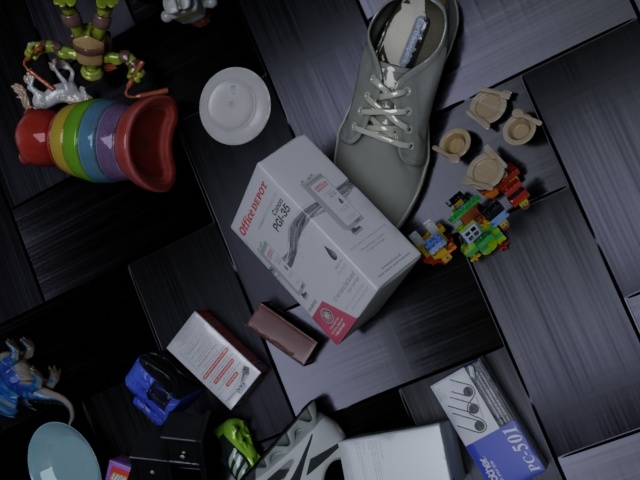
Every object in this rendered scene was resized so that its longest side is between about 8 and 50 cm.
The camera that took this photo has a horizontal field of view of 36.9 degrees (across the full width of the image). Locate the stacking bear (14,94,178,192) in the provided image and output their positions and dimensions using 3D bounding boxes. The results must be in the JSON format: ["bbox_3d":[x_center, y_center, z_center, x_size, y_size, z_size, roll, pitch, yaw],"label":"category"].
[{"bbox_3d":[-0.427,-0.183,1.752,0.289,0.164,0.175,5,96,24],"label":"stacking bear"}]

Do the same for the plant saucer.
[{"bbox_3d":[-0.477,0.435,1.826,0.195,0.037,0.195,5,100,30],"label":"plant saucer"}]

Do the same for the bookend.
[{"bbox_3d":[-0.269,0.369,1.690,0.156,0.072,0.157,5,129,6],"label":"bookend"}]

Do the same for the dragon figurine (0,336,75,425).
[{"bbox_3d":[-0.582,0.286,1.846,0.289,0.085,0.144,41,103,14],"label":"dragon figurine"}]

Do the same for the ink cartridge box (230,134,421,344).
[{"bbox_3d":[0.000,0.000,1.575,0.283,0.117,0.207,46,146,12],"label":"ink cartridge box"}]

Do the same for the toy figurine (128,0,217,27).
[{"bbox_3d":[-0.251,-0.493,1.693,0.209,0.148,0.213,29,98,10],"label":"toy figurine"}]

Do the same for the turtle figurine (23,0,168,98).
[{"bbox_3d":[-0.400,-0.355,1.715,0.269,0.217,0.087,12,53,-2],"label":"turtle figurine"}]

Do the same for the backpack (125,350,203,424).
[{"bbox_3d":[-0.296,0.267,1.742,0.120,0.098,0.101,42,107,13],"label":"backpack"}]

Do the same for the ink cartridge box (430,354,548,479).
[{"bbox_3d":[0.277,0.303,1.573,0.097,0.046,0.207,-34,81,17],"label":"ink cartridge box"}]

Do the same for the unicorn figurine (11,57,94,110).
[{"bbox_3d":[-0.497,-0.287,1.822,0.162,0.060,0.111,-20,93,18],"label":"unicorn figurine"}]

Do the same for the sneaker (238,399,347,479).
[{"bbox_3d":[-0.073,0.437,1.614,0.146,0.122,0.330,44,78,2],"label":"sneaker"}]

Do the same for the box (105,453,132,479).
[{"bbox_3d":[-0.272,0.536,1.760,0.293,0.057,0.201,15,95,18],"label":"box"}]

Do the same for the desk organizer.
[{"bbox_3d":[-0.062,0.163,1.687,0.130,0.047,0.050,34,99,15],"label":"desk organizer"}]

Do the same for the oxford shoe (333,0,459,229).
[{"bbox_3d":[0.113,-0.212,1.577,0.169,0.130,0.449,18,99,14],"label":"oxford shoe"}]

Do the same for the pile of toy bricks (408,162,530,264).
[{"bbox_3d":[0.261,-0.018,1.555,0.212,0.118,0.105,-40,117,5],"label":"pile of toy bricks"}]

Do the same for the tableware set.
[{"bbox_3d":[0.268,-0.167,1.547,0.168,0.020,0.141,-51,53,3],"label":"tableware set"}]

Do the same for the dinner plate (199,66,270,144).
[{"bbox_3d":[-0.157,-0.243,1.727,0.141,0.017,0.141,0,90,18],"label":"dinner plate"}]

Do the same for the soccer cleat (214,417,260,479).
[{"bbox_3d":[-0.137,0.406,1.717,0.072,0.060,0.179,-29,80,33],"label":"soccer cleat"}]

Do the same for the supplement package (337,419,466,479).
[{"bbox_3d":[0.136,0.364,1.587,0.179,0.105,0.105,-13,80,19],"label":"supplement package"}]

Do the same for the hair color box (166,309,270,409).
[{"bbox_3d":[-0.184,0.213,1.726,0.167,0.053,0.093,42,102,15],"label":"hair color box"}]
